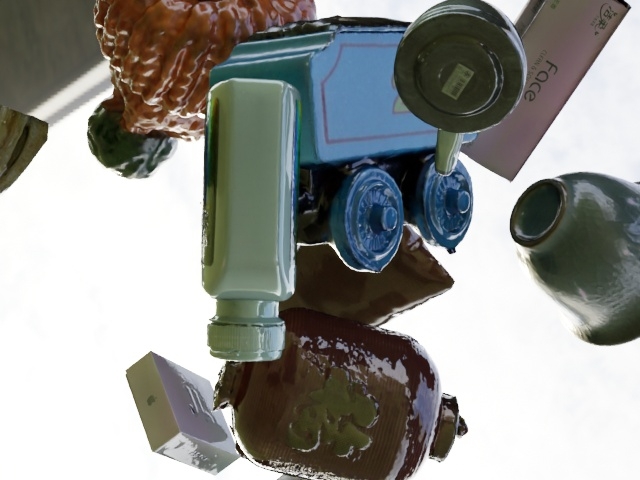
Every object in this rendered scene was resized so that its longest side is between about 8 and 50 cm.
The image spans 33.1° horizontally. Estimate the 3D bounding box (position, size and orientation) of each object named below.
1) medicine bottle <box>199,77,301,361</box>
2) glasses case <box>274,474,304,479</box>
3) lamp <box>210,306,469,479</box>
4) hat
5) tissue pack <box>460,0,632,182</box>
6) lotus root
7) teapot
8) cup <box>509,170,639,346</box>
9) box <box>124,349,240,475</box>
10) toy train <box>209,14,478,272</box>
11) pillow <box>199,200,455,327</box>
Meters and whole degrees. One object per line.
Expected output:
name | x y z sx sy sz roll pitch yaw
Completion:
medicine bottle | -0.059 -0.015 0.904 0.121 0.083 0.229 179 -88 -82
glasses case | 0.007 0.311 1.395 0.076 0.197 0.049 23 -57 37
lamp | 0.019 0.169 1.091 0.180 0.258 0.180 -163 -90 -85
hat | -0.178 -0.213 1.457 0.285 0.285 0.400 54 -40 31
tissue pack | 0.259 -0.210 1.302 0.092 0.148 0.246 30 -70 -5
lotus root | -0.454 -0.118 1.427 0.070 0.143 0.144 -10 -123 50
teapot | 0.132 -0.147 0.939 0.111 0.108 0.149 -13 -61 24
cup | 0.283 -0.003 1.162 0.199 0.150 0.199 -37 -141 38
box | -0.176 0.222 1.372 0.051 0.130 0.129 -39 -129 12
toy train | 0.032 -0.106 1.148 0.188 0.300 0.265 3 -80 40
pillow | 0.000 0.000 1.494 0.308 0.108 0.305 54 -48 2
